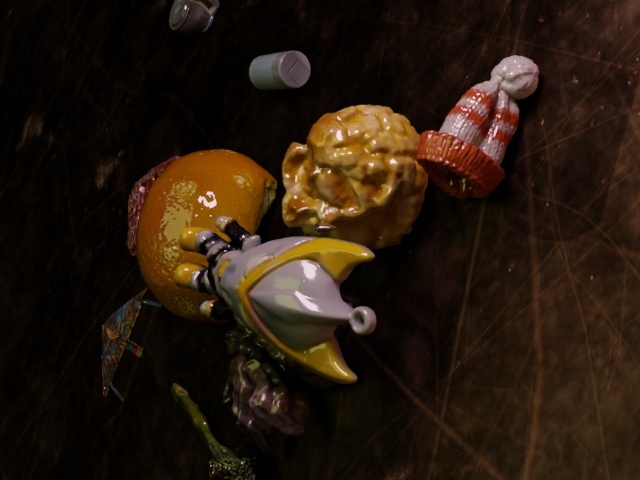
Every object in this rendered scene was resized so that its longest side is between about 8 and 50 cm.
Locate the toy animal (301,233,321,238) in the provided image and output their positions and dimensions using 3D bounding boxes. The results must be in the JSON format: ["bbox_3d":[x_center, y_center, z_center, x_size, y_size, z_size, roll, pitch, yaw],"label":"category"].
[{"bbox_3d":[0.000,0.000,1.625,0.060,0.083,0.081,-27,56,45],"label":"toy animal"}]

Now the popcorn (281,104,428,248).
[{"bbox_3d":[0.041,-0.072,1.539,0.180,0.180,0.170,-47,7,30],"label":"popcorn"}]

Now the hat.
[{"bbox_3d":[0.179,-0.131,1.449,0.093,0.112,0.162,23,81,28],"label":"hat"}]

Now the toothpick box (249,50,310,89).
[{"bbox_3d":[-0.057,-0.236,1.849,0.083,0.052,0.052,5,78,56],"label":"toothpick box"}]

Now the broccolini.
[{"bbox_3d":[-0.142,0.264,1.746,0.254,0.071,0.058,-133,26,-60],"label":"broccolini"}]

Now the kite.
[{"bbox_3d":[-0.306,0.151,2.036,0.160,0.010,0.183,24,93,55],"label":"kite"}]

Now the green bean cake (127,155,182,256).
[{"bbox_3d":[-0.240,-0.048,2.005,0.135,0.056,0.135,-30,52,43],"label":"green bean cake"}]

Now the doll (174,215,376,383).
[{"bbox_3d":[-0.054,0.050,1.530,0.316,0.103,0.146,19,80,46],"label":"doll"}]

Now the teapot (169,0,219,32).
[{"bbox_3d":[-0.197,-0.363,2.103,0.088,0.057,0.066,-41,45,40],"label":"teapot"}]

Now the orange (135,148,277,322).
[{"bbox_3d":[-0.158,-0.014,1.785,0.179,0.158,0.237,9,79,39],"label":"orange"}]

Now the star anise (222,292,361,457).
[{"bbox_3d":[-0.056,0.135,1.620,0.223,0.109,0.236,-60,33,7],"label":"star anise"}]
